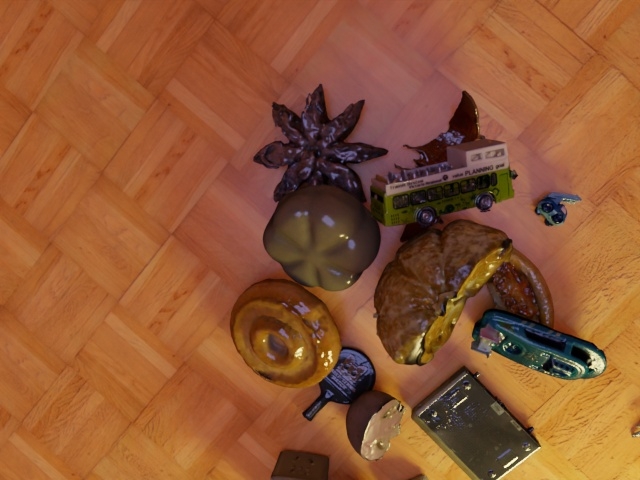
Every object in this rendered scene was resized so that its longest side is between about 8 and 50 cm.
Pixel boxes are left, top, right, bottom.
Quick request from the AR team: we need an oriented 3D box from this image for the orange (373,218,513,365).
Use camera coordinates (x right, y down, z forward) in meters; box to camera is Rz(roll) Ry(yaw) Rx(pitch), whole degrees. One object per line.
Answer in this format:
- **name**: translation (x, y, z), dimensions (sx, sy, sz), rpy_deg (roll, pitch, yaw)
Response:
- **orange**: translation (0.251, 0.102, 1.109), dimensions (0.210, 0.271, 0.368), rpy_deg (38, 100, 31)

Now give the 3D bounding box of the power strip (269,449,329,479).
- **power strip**: translation (-0.059, 0.688, 1.276), dimensions (0.139, 0.140, 0.224), rpy_deg (5, 97, 6)

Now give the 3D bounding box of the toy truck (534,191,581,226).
- **toy truck**: translation (0.555, -0.080, 1.141), dimensions (0.090, 0.056, 0.073), rpy_deg (-38, 85, -2)

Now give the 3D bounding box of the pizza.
- **pizza**: translation (0.477, 0.129, 1.174), dimensions (0.134, 0.056, 0.271), rpy_deg (-17, 94, 1)

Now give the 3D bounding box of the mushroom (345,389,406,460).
- **mushroom**: translation (0.126, 0.452, 1.233), dimensions (0.117, 0.141, 0.188), rpy_deg (29, 118, 34)

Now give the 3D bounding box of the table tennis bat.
- **table tennis bat**: translation (0.040, 0.382, 1.284), dimensions (0.150, 0.027, 0.236), rpy_deg (42, 98, 1)

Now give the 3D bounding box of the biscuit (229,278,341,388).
- **biscuit**: translation (-0.096, 0.237, 1.206), dimensions (0.296, 0.102, 0.296), rpy_deg (11, 116, 23)

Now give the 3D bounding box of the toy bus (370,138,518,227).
- **toy bus**: translation (0.258, -0.120, 1.052), dimensions (0.302, 0.113, 0.139), rpy_deg (-14, 109, -11)

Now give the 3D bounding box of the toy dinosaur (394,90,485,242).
- **toy dinosaur**: translation (0.270, -0.154, 1.140), dimensions (0.327, 0.113, 0.206), rpy_deg (-42, 90, 12)

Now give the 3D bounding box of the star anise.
- **star anise**: translation (-0.005, -0.208, 1.169), dimensions (0.332, 0.117, 0.331), rpy_deg (2, 102, 11)

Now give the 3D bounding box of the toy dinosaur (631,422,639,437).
- **toy dinosaur**: translation (0.843, 0.425, 1.165), dimensions (0.209, 0.039, 0.082), rpy_deg (-41, 93, 21)

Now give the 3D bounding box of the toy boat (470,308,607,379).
- **toy boat**: translation (0.504, 0.266, 1.136), dimensions (0.299, 0.092, 0.134), rpy_deg (20, 138, 7)

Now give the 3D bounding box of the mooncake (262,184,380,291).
- **mooncake**: translation (0.000, 0.000, 1.137), dimensions (0.275, 0.135, 0.275), rpy_deg (10, 132, 11)

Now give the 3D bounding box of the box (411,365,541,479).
- **box**: translation (0.392, 0.471, 1.234), dimensions (0.211, 0.045, 0.270), rpy_deg (-43, 90, 12)

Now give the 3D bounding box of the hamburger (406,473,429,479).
- **hamburger**: translation (0.241, 0.672, 1.278), dimensions (0.121, 0.054, 0.084), rpy_deg (-30, 91, 3)
